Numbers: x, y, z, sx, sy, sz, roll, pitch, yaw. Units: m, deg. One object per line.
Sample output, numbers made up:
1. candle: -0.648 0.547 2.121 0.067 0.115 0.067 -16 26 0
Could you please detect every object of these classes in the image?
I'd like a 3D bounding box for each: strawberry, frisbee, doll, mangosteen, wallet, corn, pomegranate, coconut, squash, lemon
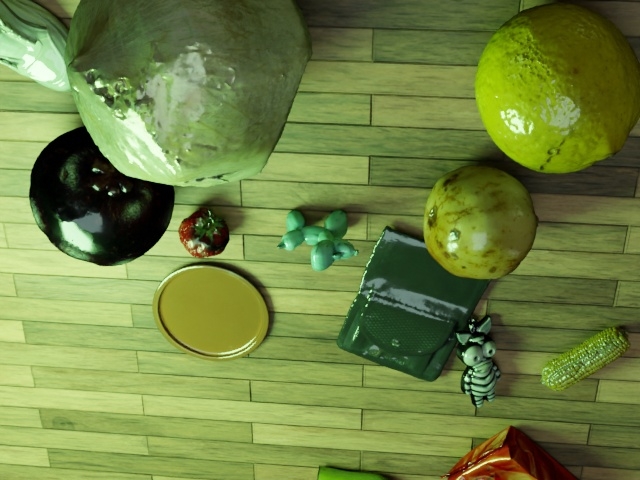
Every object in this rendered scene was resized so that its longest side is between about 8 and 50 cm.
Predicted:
1. strawberry: -0.232 -0.011 1.929 0.106 0.106 0.106 3 121 5
2. frisbee: -0.231 0.154 2.066 0.250 0.021 0.251 2 121 4
3. doll: 0.000 0.000 1.868 0.159 0.158 0.059 5 124 11
4. mangosteen: -0.409 -0.081 1.832 0.287 0.287 0.233 26 92 -9
5. wallet: 0.185 0.138 2.000 0.247 0.041 0.323 19 119 -7
6. corn: 0.542 0.245 2.005 0.207 0.068 0.068 -35 112 24
7. pomegranate: 0.297 -0.028 1.793 0.215 0.215 0.215 3 121 5
8. doll: 0.329 0.256 2.034 0.091 0.067 0.219 -22 121 -13
9. coconut: -0.235 -0.270 1.569 0.404 0.404 0.405 3 121 5
10. squash: 0.082 0.576 2.246 0.188 0.095 0.095 8 122 1
11. lemon: 0.389 -0.247 1.606 0.293 0.293 0.293 3 121 5

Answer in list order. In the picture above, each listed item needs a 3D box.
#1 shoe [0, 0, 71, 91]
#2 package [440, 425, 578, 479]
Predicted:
1. shoe: -0.565 -0.363 1.712 0.316 0.159 0.124 38 117 -13
2. package: 0.474 0.588 2.188 0.423 0.123 0.196 39 120 -17
